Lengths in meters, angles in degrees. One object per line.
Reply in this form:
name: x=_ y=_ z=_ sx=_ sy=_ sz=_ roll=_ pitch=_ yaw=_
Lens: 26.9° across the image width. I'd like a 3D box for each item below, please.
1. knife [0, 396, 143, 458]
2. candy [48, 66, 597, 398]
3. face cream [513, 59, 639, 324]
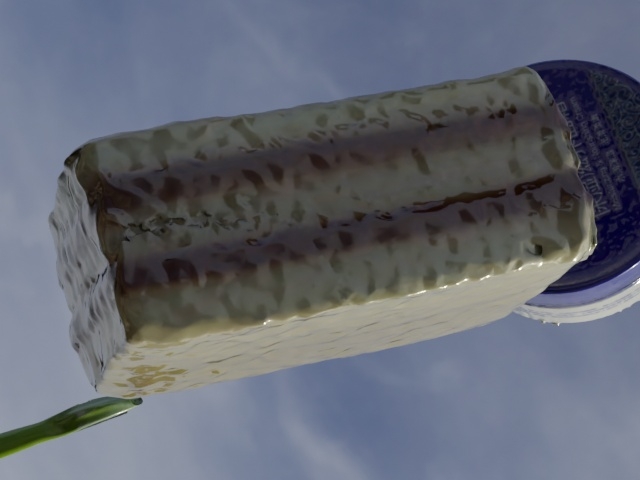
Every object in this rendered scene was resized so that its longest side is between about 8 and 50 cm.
knife: x=-0.233 y=0.158 z=1.096 sx=0.026 sy=0.184 sz=0.022 roll=99 pitch=-31 yaw=-57
candy: x=0.000 y=0.000 z=0.833 sx=0.179 sy=0.320 sz=0.135 roll=-45 pitch=-120 yaw=62
face cream: x=0.202 y=-0.037 z=1.115 sx=0.205 sy=0.111 sz=0.206 roll=-6 pitch=-113 yaw=15
